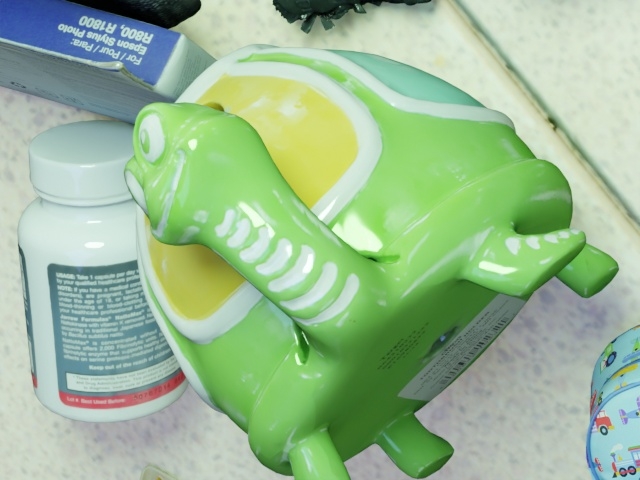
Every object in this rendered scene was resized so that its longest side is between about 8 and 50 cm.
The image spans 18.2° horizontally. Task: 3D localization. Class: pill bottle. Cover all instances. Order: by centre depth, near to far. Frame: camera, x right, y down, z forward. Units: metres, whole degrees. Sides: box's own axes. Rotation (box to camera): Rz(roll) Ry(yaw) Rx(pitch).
[{"bbox_3d":[-0.143,0.018,1.315,0.108,0.108,0.180,9,117,22],"label":"pill bottle"}]

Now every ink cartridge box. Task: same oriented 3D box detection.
[{"bbox_3d":[-0.167,-0.120,1.204,0.223,0.224,0.045,17,86,18],"label":"ink cartridge box"}]

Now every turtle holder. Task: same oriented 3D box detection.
[{"bbox_3d":[-0.005,0.011,1.124,0.227,0.320,0.243,46,128,17],"label":"turtle holder"}]

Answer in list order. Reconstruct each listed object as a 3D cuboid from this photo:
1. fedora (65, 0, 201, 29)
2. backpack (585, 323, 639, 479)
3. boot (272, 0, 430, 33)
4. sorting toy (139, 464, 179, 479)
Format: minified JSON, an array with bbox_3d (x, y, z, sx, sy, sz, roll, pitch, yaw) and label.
[{"bbox_3d":[-0.210,-0.241,1.160,0.334,0.334,0.152,17,87,18],"label":"fedora"},{"bbox_3d":[0.231,0.134,1.184,0.158,0.117,0.173,-16,102,30],"label":"backpack"},{"bbox_3d":[0.011,-0.186,1.184,0.099,0.045,0.121,-2,113,30],"label":"boot"},{"bbox_3d":[-0.110,0.208,1.446,0.062,0.012,0.083,25,121,13],"label":"sorting toy"}]
